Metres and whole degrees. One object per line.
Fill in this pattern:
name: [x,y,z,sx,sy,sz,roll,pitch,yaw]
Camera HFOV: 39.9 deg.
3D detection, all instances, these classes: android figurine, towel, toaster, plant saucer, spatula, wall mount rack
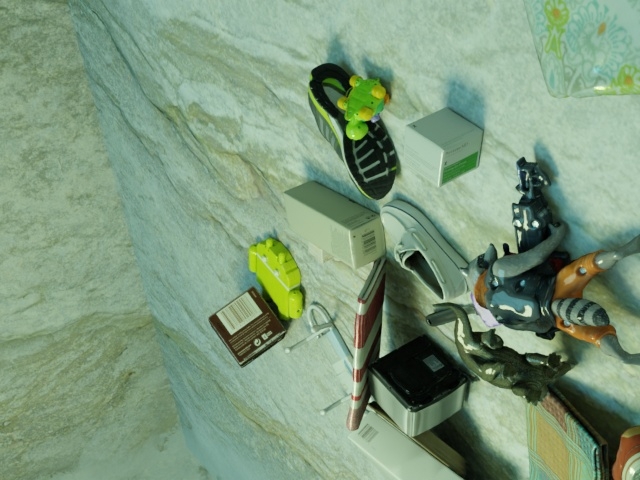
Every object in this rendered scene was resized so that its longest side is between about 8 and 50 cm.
android figurine: [-0.124,0.105,2.509,0.248,0.056,0.272,48,151,31]
towel: [0.101,0.226,1.972,0.037,0.237,0.328,8,114,12]
towel: [0.459,0.446,1.665,0.271,0.040,0.370,-127,22,-60]
towel: [0.392,-0.339,1.112,0.374,0.090,0.320,13,123,59]
toaster: [0.220,0.318,1.932,0.186,0.168,0.110,43,150,39]
plant saucer: [0.229,0.450,2.040,0.278,0.041,0.278,36,174,5]
spatula: [0.295,0.145,1.787,0.084,0.030,0.296,62,154,0]
wall mount rack: [0.031,0.333,2.334,0.350,0.131,0.304,60,154,8]

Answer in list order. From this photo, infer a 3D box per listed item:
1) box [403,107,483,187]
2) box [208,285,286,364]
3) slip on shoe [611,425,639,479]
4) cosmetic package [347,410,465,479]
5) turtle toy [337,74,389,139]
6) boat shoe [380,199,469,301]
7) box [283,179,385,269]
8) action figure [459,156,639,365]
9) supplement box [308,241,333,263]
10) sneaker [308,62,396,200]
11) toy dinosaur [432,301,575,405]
box: [0.217,-0.167,1.575,0.102,0.101,0.087,40,145,37]
box: [-0.216,0.259,2.613,0.167,0.168,0.203,53,170,7]
slip on shoe: [0.552,0.443,1.511,0.101,0.123,0.331,-92,-9,-53]
cosmetic package: [0.263,0.584,2.055,0.377,0.097,0.284,29,159,50]
turtle toy: [0.086,-0.262,1.745,0.095,0.066,0.130,36,99,44]
boat shoe: [0.196,0.023,1.798,0.267,0.088,0.096,50,151,26]
box: [0.029,-0.041,2.047,0.275,0.094,0.113,33,140,48]
action figure: [0.360,0.047,1.428,0.330,0.179,0.341,3,117,51]
supplement box: [0.000,0.000,2.201,0.062,0.036,0.098,41,146,39]
sneaker: [0.063,-0.219,1.840,0.299,0.111,0.121,65,168,6]
toy dinosaur: [0.307,0.210,1.525,0.314,0.120,0.160,22,166,-12]
